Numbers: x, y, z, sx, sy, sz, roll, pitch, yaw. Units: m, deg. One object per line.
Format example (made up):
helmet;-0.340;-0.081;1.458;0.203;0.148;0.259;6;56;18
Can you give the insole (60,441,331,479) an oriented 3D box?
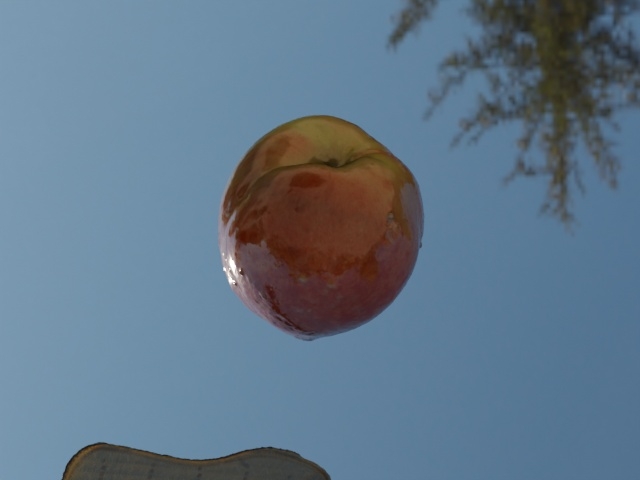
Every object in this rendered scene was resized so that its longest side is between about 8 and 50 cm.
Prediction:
insole;-0.116;0.260;1.549;0.009;0.348;0.119;11;-93;49

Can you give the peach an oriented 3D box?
peach;0.000;0.000;1.504;0.232;0.233;0.233;-5;-135;5
